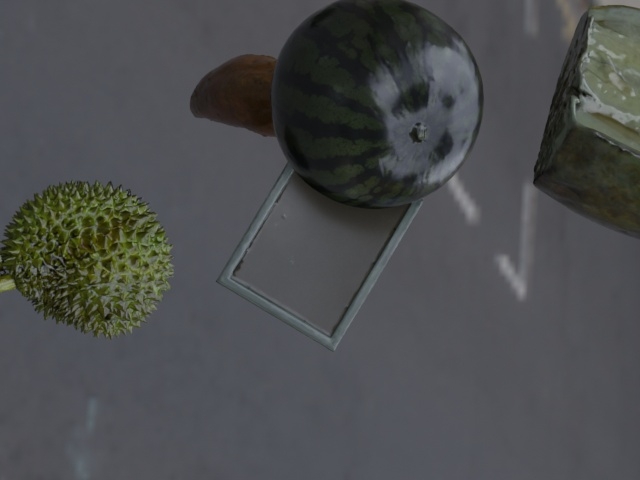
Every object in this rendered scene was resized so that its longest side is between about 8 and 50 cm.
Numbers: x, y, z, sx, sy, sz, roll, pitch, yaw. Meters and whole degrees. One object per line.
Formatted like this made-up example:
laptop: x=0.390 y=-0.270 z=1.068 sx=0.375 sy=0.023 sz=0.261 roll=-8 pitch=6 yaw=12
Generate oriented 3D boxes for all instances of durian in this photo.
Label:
durian: x=-0.240 y=0.010 z=2.061 sx=0.198 sy=0.146 sz=0.159 roll=27 pitch=71 yaw=-28

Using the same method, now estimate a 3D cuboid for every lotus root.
lotus root: x=0.242 y=-0.089 z=1.599 sx=0.235 sy=0.119 sz=0.138 roll=-73 pitch=-178 yaw=-57

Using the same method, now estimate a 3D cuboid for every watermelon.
watermelon: x=0.054 y=-0.132 z=1.907 sx=0.212 sy=0.212 sz=0.212 roll=3 pitch=90 yaw=-74

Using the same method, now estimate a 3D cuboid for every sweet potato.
sweet potato: x=-0.021 y=-0.154 z=2.181 sx=0.106 sy=0.355 sz=0.095 roll=40 pitch=61 yaw=-52

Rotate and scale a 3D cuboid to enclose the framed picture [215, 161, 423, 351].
framed picture: x=0.000 y=0.000 z=2.044 sx=0.183 sy=0.142 sz=0.011 roll=-59 pitch=177 yaw=-2
